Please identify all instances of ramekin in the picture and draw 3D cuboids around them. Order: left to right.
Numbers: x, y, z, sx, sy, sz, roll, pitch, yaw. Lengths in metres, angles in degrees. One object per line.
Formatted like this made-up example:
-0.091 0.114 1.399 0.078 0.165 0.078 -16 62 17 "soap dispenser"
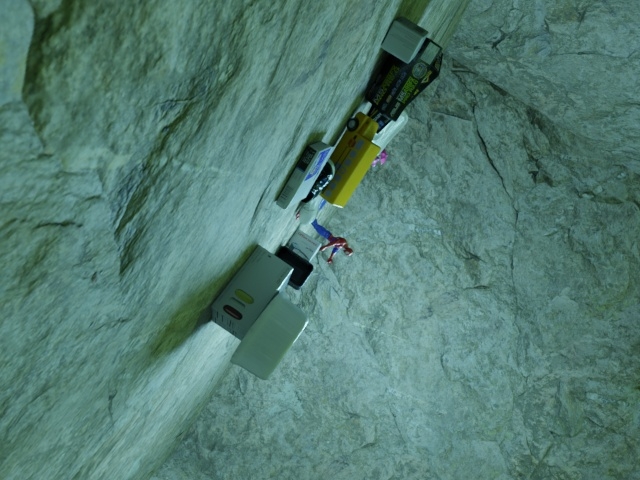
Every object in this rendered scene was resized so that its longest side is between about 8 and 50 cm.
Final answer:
-0.156 0.316 1.497 0.277 0.135 0.277 -55 176 -5 "ramekin"

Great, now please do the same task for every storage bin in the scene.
-0.132 0.123 2.044 0.122 0.180 0.084 -55 177 -17 "storage bin"

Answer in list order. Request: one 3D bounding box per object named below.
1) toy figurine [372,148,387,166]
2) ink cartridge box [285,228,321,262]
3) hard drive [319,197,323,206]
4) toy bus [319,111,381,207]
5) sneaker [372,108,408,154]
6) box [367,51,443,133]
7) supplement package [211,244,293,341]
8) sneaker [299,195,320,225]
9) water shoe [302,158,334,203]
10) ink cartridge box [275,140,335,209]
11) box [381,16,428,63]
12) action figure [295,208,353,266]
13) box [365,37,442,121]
0.246 -0.427 2.268 0.173 0.159 0.130 -51 -178 33 "toy figurine"
-0.103 0.061 2.207 0.191 0.139 0.082 -57 175 -6 "ink cartridge box"
0.048 -0.256 2.210 0.319 0.040 0.210 -53 175 -48 "hard drive"
0.109 -0.296 1.697 0.108 0.130 0.333 12 115 -55 "toy bus"
0.246 -0.494 2.067 0.350 0.131 0.148 -38 -141 31 "sneaker"
0.317 -0.579 1.749 0.322 0.079 0.257 -40 -162 37 "box"
-0.232 0.185 1.561 0.262 0.145 0.204 -55 176 -25 "supplement package"
-0.039 -0.156 1.801 0.212 0.080 0.094 -64 163 16 "sneaker"
-0.012 -0.205 1.617 0.080 0.072 0.203 -50 173 -42 "water shoe"
-0.042 -0.205 1.415 0.206 0.045 0.208 -58 175 20 "ink cartridge box"
0.255 -0.606 1.386 0.087 0.101 0.101 -61 176 39 "box"
0.000 0.000 1.914 0.139 0.280 0.091 -56 176 -7 "action figure"
0.272 -0.561 1.557 0.270 0.060 0.216 -57 -152 23 "box"
